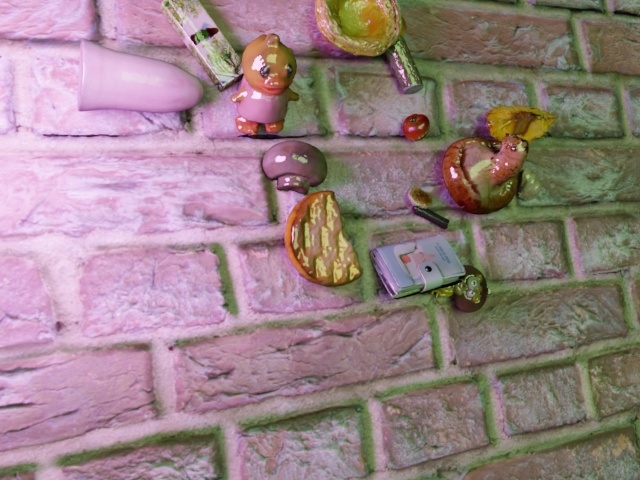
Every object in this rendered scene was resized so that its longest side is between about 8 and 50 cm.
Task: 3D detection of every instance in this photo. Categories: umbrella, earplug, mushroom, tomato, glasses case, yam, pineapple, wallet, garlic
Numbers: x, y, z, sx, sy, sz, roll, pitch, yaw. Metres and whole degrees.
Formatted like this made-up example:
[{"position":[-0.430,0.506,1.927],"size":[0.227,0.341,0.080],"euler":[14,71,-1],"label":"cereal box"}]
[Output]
[{"position":[0.347,-0.077,1.703],"size":[0.133,0.031,0.036],"euler":[27,49,-16],"label":"umbrella"},{"position":[-0.447,-0.393,1.376],"size":[0.301,0.172,0.172],"euler":[3,82,-27],"label":"earplug"},{"position":[0.511,-0.208,1.702],"size":[0.267,0.254,0.267],"euler":[0,90,5],"label":"mushroom"},{"position":[0.300,-0.350,1.693],"size":[0.087,0.087,0.075],"euler":[-47,139,-20],"label":"tomato"},{"position":[-0.316,-0.551,1.489],"size":[0.095,0.062,0.272],"euler":[-40,98,-21],"label":"glasses case"},{"position":[0.259,-0.548,1.705],"size":[0.078,0.078,0.179],"euler":[-27,97,-22],"label":"yam"},{"position":[0.645,-0.373,1.831],"size":[0.250,0.140,0.164],"euler":[-12,129,-7],"label":"pineapple"},{"position":[0.292,0.074,1.615],"size":[0.250,0.075,0.176],"euler":[-11,54,-23],"label":"wallet"},{"position":[0.707,-0.189,1.833],"size":[0.113,0.074,0.094],"euler":[50,59,-25],"label":"garlic"},{"position":[-0.065,-0.217,1.526],"size":[0.188,0.117,0.141],"euler":[7,69,-16],"label":"mushroom"}]

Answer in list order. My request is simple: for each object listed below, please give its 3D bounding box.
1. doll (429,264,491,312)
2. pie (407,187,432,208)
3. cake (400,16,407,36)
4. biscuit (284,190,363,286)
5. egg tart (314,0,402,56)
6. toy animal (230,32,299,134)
[{"position":[0.433,0.157,1.676],"size":[0.188,0.096,0.145],"euler":[-17,82,-12],"label":"doll"},{"position":[0.309,-0.133,1.684],"size":[0.084,0.020,0.084],"euler":[12,49,-14],"label":"pie"},{"position":[0.234,-0.679,1.728],"size":[0.084,0.044,0.084],"euler":[3,81,-19],"label":"cake"},{"position":[-0.001,0.000,1.526],"size":[0.213,0.091,0.274],"euler":[-13,89,-25],"label":"biscuit"},{"position":[0.110,-0.672,1.639],"size":[0.288,0.118,0.288],"euler":[3,80,-18],"label":"egg tart"},{"position":[-0.141,-0.422,1.438],"size":[0.195,0.281,0.169],"euler":[-10,67,-21],"label":"toy animal"}]
